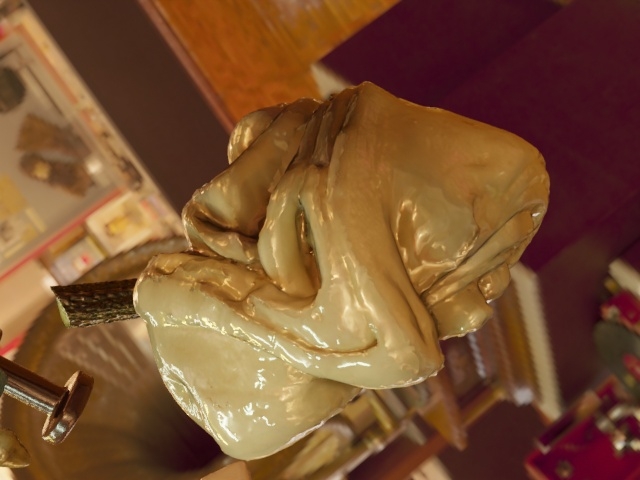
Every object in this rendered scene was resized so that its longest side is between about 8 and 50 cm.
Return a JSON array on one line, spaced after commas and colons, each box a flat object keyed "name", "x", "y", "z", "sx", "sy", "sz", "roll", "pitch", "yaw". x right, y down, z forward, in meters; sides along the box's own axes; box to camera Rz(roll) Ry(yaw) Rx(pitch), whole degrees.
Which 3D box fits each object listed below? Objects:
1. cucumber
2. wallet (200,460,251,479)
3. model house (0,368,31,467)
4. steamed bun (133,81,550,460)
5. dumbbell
[{"name": "cucumber", "x": -0.318, "y": 0.094, "z": 1.985, "sx": 0.077, "sy": 0.265, "sz": 0.077, "roll": 13, "pitch": 106, "yaw": 52}, {"name": "wallet", "x": -0.153, "y": 0.428, "z": 2.001, "sx": 0.190, "sy": 0.095, "sz": 0.033, "roll": -104, "pitch": -10, "yaw": -70}, {"name": "model house", "x": -0.598, "y": 0.277, "z": 1.866, "sx": 0.325, "sy": 0.267, "sz": 0.194, "roll": 35, "pitch": 146, "yaw": -28}, {"name": "steamed bun", "x": 0.000, "y": 0.000, "z": 1.047, "sx": 0.352, "sy": 0.339, "sz": 0.247, "roll": -20, "pitch": 109, "yaw": 39}, {"name": "dumbbell", "x": -0.519, "y": 0.251, "z": 2.122, "sx": 0.225, "sy": 0.140, "sz": 0.124, "roll": 29, "pitch": 148, "yaw": -16}]
